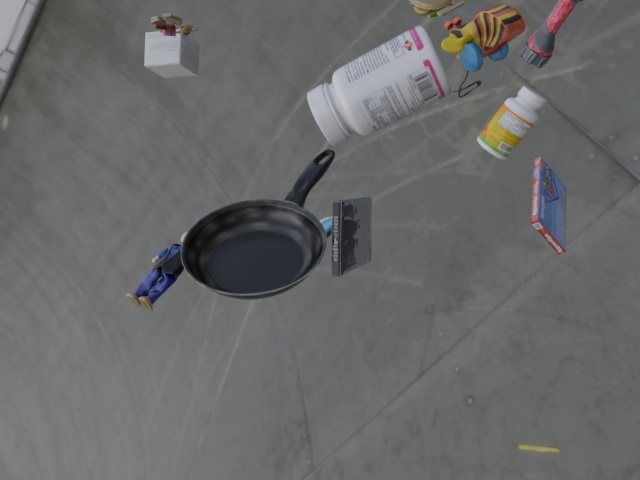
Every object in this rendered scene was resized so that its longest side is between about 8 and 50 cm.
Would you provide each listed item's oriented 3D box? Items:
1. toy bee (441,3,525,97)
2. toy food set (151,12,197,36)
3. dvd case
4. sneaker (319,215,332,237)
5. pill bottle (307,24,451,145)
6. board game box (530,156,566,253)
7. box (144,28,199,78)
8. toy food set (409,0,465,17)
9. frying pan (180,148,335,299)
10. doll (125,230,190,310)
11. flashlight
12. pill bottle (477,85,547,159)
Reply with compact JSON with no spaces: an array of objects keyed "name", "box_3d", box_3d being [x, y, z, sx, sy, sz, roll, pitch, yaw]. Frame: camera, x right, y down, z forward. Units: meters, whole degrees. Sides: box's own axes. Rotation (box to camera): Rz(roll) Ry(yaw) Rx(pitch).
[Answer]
[{"name":"toy bee","box_3d":[0.360,-0.484,1.333,0.162,0.195,0.298,61,146,6]},{"name":"toy food set","box_3d":[-0.323,-0.462,1.199,0.078,0.122,0.019,0,95,20]},{"name":"dvd case","box_3d":[0.082,-0.016,1.394,0.030,0.239,0.179,3,97,22]},{"name":"sneaker","box_3d":[0.000,0.000,1.526,0.162,0.063,0.073,-39,57,2]},{"name":"pill bottle","box_3d":[0.125,-0.329,1.205,0.283,0.160,0.160,-24,40,16]},{"name":"board game box","box_3d":[0.668,-0.107,1.612,0.027,0.145,0.281,-27,30,42]},{"name":"box","box_3d":[-0.369,-0.465,1.381,0.101,0.102,0.087,1,87,16]},{"name":"toy food set","box_3d":[0.331,-0.723,1.674,0.132,0.038,0.192,-33,58,-23]},{"name":"frying pan","box_3d":[-0.085,-0.030,0.803,0.326,0.197,0.053,-83,-7,-50]},{"name":"doll","box_3d":[-0.311,0.058,1.139,0.129,0.046,0.189,10,53,32]},{"name":"flashlight","box_3d":[0.774,-0.716,1.797,0.103,0.103,0.304,-36,-18,-39]},{"name":"pill bottle","box_3d":[0.693,-0.426,1.989,0.245,0.136,0.136,-56,27,29]}]
